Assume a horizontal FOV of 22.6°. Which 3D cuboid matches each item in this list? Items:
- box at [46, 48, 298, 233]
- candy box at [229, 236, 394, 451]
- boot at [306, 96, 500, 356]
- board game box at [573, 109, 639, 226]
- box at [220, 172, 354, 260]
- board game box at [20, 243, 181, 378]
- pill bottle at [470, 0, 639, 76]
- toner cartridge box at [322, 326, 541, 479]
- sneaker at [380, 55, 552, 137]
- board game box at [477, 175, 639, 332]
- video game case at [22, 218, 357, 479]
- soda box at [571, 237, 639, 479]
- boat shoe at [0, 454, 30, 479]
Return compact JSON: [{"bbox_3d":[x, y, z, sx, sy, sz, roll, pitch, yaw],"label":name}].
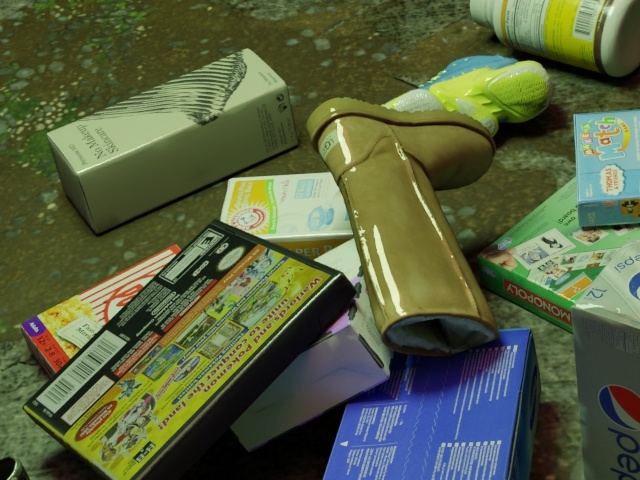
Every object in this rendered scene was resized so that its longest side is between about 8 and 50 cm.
[{"bbox_3d":[-0.174,-0.121,1.900,0.275,0.094,0.113,-26,41,-17],"label":"box"},{"bbox_3d":[-0.008,0.092,1.540,0.165,0.070,0.196,-30,19,21],"label":"candy box"},{"bbox_3d":[0.112,-0.007,1.557,0.236,0.089,0.269,4,47,-32],"label":"boot"},{"bbox_3d":[0.376,-0.083,1.689,0.211,0.039,0.160,-3,39,10],"label":"board game box"},{"bbox_3d":[0.000,0.000,1.703,0.203,0.103,0.114,-3,39,11],"label":"box"},{"bbox_3d":[-0.197,0.096,1.681,0.193,0.045,0.147,-28,42,-19],"label":"board game box"},{"bbox_3d":[0.294,-0.279,1.958,0.215,0.117,0.117,22,49,34],"label":"pill bottle"},{"bbox_3d":[0.096,0.202,1.397,0.165,0.075,0.348,-4,28,16],"label":"toner cartridge box"},{"bbox_3d":[0.150,-0.156,1.889,0.240,0.091,0.126,-15,21,-4],"label":"sneaker"},{"bbox_3d":[0.348,-0.013,1.679,0.317,0.046,0.213,-36,46,-28],"label":"board game box"},{"bbox_3d":[-0.129,0.106,1.503,0.275,0.035,0.248,-45,31,-15],"label":"video game case"},{"bbox_3d":[0.275,0.143,1.316,0.091,0.286,0.098,19,47,33],"label":"soda box"},{"bbox_3d":[-0.361,0.279,1.481,0.077,0.070,0.219,26,52,37],"label":"boat shoe"}]
